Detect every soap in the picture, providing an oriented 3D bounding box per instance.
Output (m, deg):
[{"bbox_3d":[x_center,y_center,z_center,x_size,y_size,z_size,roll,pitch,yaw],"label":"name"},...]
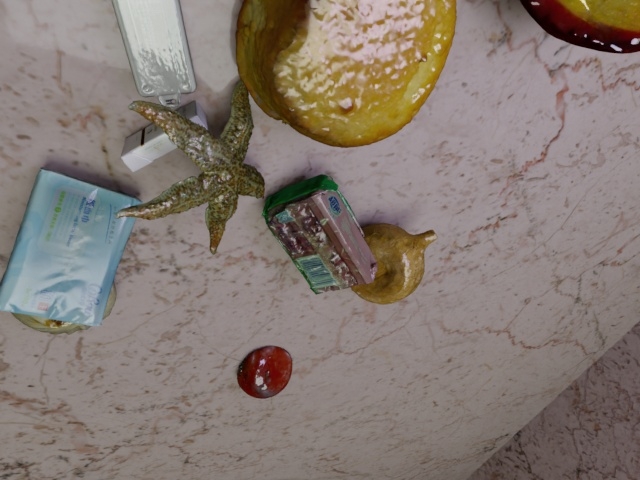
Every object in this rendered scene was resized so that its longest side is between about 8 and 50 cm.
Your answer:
[{"bbox_3d":[-0.001,0.002,0.918,0.218,0.098,0.273,-18,120,27],"label":"soap"}]

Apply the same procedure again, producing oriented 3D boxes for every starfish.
[{"bbox_3d":[-0.187,-0.103,0.711,0.078,0.357,0.346,21,136,18],"label":"starfish"}]

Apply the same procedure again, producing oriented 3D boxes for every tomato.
[{"bbox_3d":[-0.165,0.428,1.265,0.174,0.099,0.189,19,117,-29],"label":"tomato"}]

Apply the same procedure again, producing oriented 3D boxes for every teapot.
[{"bbox_3d":[0.160,0.055,1.051,0.311,0.203,0.167,-31,178,33],"label":"teapot"}]

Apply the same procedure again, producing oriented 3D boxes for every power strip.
[{"bbox_3d":[-0.263,-0.373,0.608,0.098,0.058,0.337,-10,131,-12],"label":"power strip"}]

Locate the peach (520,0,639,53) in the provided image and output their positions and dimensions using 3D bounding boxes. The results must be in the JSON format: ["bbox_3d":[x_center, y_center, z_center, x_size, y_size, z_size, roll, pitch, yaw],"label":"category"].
[{"bbox_3d":[0.450,-0.504,0.594,0.335,0.309,0.405,-9,130,38],"label":"peach"}]

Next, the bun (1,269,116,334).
[{"bbox_3d":[-0.551,0.123,0.860,0.223,0.127,0.222,-9,127,-12],"label":"bun"}]

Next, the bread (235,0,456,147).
[{"bbox_3d":[0.042,-0.320,0.669,0.337,0.204,0.358,20,120,-26],"label":"bread"}]

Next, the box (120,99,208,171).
[{"bbox_3d":[-0.280,-0.190,0.732,0.155,0.083,0.040,-28,132,4],"label":"box"}]

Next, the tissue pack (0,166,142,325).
[{"bbox_3d":[-0.466,0.016,0.761,0.177,0.089,0.262,19,91,-31],"label":"tissue pack"}]
